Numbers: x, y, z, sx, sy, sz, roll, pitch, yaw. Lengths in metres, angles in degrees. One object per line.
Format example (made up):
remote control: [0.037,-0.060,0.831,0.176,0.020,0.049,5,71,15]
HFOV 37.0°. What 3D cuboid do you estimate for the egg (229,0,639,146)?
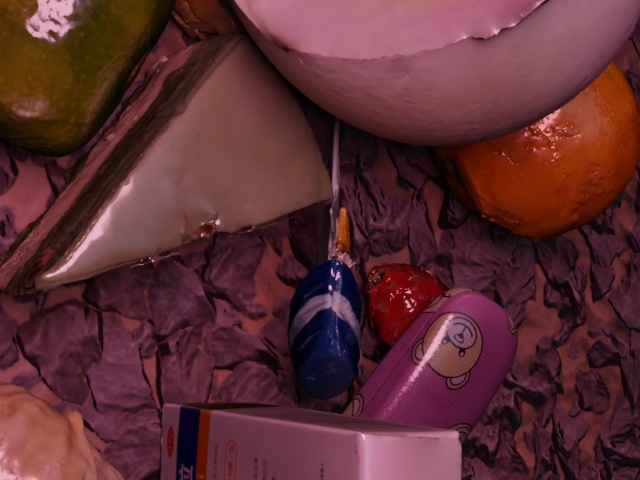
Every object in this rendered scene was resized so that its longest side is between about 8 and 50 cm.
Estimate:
egg: [0.118,-0.243,0.827,0.340,0.354,0.355,33,64,-64]

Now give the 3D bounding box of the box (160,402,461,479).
box: [-0.024,0.243,0.793,0.106,0.299,0.200,6,83,-38]

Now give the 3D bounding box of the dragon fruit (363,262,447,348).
dragon fruit: [0.110,0.102,1.047,0.094,0.094,0.190,-41,120,-32]

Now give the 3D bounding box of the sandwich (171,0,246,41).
sandwich: [-0.097,-0.367,0.910,0.271,0.099,0.301,-49,116,-32]

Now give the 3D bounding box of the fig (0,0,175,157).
fig: [-0.249,-0.186,0.744,0.235,0.203,0.203,30,68,-12]

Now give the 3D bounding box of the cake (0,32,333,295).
cake: [-0.158,-0.070,0.813,0.283,0.158,0.172,-21,98,-34]

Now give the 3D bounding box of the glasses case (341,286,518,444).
glasses case: [0.084,0.190,0.970,0.123,0.076,0.316,37,89,-35]

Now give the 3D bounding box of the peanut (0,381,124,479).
peanut: [-0.224,0.273,0.736,0.174,0.158,0.340,-13,100,-67]

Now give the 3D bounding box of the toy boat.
toy boat: [0.000,0.000,0.934,0.067,0.220,0.291,1,62,-5]

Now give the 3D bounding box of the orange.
orange: [0.235,-0.121,1.061,0.240,0.240,0.240,3,85,-37]
